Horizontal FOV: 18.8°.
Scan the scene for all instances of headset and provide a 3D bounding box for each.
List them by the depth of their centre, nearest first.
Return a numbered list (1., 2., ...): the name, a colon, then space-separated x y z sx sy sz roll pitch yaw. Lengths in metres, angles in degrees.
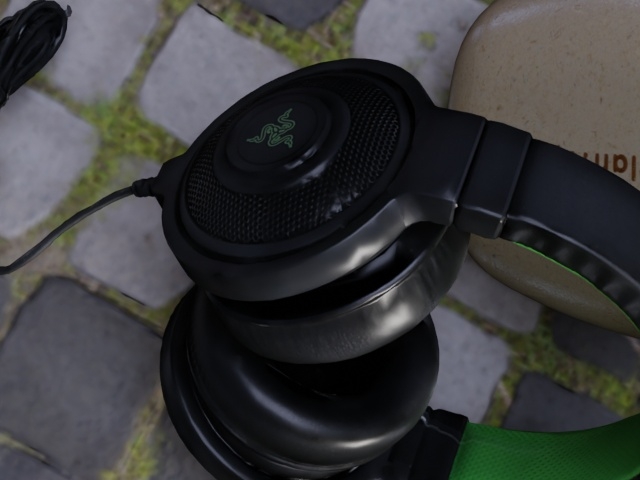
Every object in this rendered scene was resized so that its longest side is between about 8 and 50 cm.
1. headset: 0.000 0.000 0.909 0.394 0.243 0.185 16 53 8

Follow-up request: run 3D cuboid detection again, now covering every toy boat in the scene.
1. toy boat: 0.192 -0.107 0.931 0.148 0.267 0.318 -7 106 -47
